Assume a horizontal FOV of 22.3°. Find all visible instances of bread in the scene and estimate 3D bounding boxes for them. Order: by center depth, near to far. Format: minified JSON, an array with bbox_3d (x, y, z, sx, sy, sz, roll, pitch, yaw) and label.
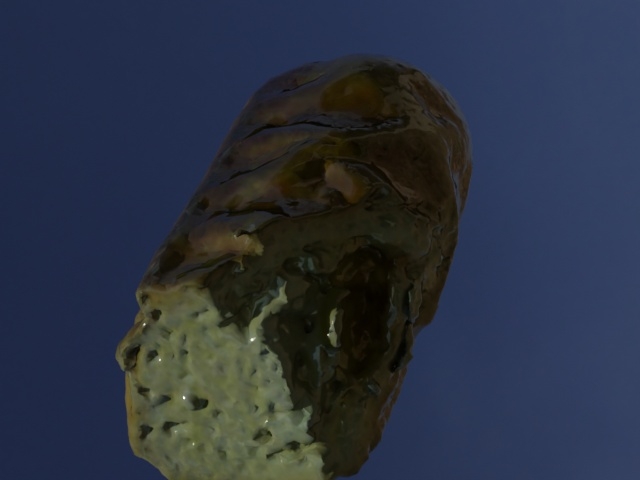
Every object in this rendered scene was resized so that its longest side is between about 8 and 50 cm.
[{"bbox_3d":[0.000,0.000,0.356,0.060,0.066,0.110,36,-143,-8],"label":"bread"}]
